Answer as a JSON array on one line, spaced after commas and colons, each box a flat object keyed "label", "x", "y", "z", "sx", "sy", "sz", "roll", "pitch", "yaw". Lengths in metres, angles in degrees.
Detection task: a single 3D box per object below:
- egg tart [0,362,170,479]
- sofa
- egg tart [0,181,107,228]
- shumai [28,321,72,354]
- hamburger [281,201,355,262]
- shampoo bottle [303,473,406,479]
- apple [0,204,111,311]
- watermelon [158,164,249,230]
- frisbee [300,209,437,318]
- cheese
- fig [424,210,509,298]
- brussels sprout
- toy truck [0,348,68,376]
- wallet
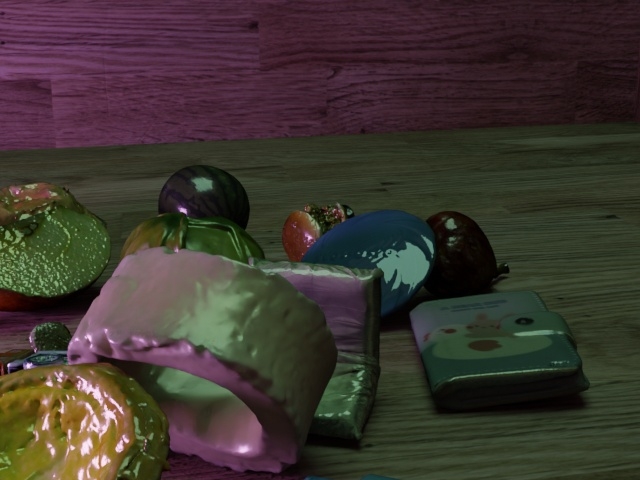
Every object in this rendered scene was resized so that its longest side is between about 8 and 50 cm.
[{"label": "egg tart", "x": -0.312, "y": 0.277, "z": 1.021, "sx": 0.345, "sy": 0.132, "sz": 0.345, "roll": -12, "pitch": 32, "yaw": 8}, {"label": "sofa", "x": -0.019, "y": 0.149, "z": 1.368, "sx": 0.210, "sy": 0.225, "sz": 0.176, "roll": 6, "pitch": 14, "yaw": 14}, {"label": "egg tart", "x": -0.671, "y": -0.045, "z": 2.199, "sx": 0.352, "sy": 0.150, "sz": 0.352, "roll": -3, "pitch": 19, "yaw": 1}, {"label": "shumai", "x": -0.457, "y": 0.178, "z": 1.596, "sx": 0.083, "sy": 0.082, "sz": 0.080, "roll": 23, "pitch": -33, "yaw": -26}, {"label": "hamburger", "x": 0.000, "y": 0.000, "z": 1.988, "sx": 0.131, "sy": 0.159, "sz": 0.185, "roll": -5, "pitch": -4, "yaw": -28}, {"label": "shampoo bottle", "x": 0.100, "y": 0.314, "z": 1.086, "sx": 0.258, "sy": 0.061, "sz": 0.104, "roll": 4, "pitch": 16, "yaw": 18}, {"label": "apple", "x": -0.571, "y": 0.046, "z": 1.825, "sx": 0.254, "sy": 0.179, "sz": 0.346, "roll": -4, "pitch": 13, "yaw": 38}, {"label": "watermelon", "x": -0.261, "y": -0.068, "z": 2.142, "sx": 0.212, "sy": 0.212, "sz": 0.212, "roll": -1, "pitch": 16, "yaw": 0}, {"label": "frisbee", "x": 0.077, "y": 0.038, "z": 1.787, "sx": 0.289, "sy": 0.049, "sz": 0.289, "roll": -17, "pitch": 41, "yaw": 15}, {"label": "cheese", "x": -0.154, "y": 0.146, "z": 1.191, "sx": 0.332, "sy": 0.292, "sz": 0.153, "roll": 10, "pitch": 53, "yaw": 19}, {"label": "fig", "x": 0.292, "y": 0.042, "z": 1.884, "sx": 0.145, "sy": 0.170, "sz": 0.274, "roll": -22, "pitch": -26, "yaw": 36}, {"label": "brussels sprout", "x": -0.221, "y": 0.069, "z": 1.637, "sx": 0.259, "sy": 0.227, "sz": 0.294, "roll": 6, "pitch": -20, "yaw": -15}, {"label": "toy truck", "x": -0.438, "y": 0.212, "z": 1.343, "sx": 0.338, "sy": 0.133, "sz": 0.184, "roll": -1, "pitch": 7, "yaw": 8}, {"label": "wallet", "x": 0.283, "y": 0.169, "z": 1.545, "sx": 0.252, "sy": 0.083, "sz": 0.360, "roll": -6, "pitch": 17, "yaw": 2}]
